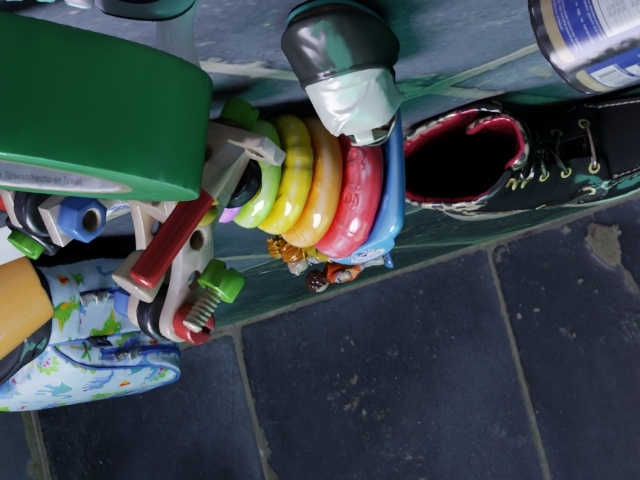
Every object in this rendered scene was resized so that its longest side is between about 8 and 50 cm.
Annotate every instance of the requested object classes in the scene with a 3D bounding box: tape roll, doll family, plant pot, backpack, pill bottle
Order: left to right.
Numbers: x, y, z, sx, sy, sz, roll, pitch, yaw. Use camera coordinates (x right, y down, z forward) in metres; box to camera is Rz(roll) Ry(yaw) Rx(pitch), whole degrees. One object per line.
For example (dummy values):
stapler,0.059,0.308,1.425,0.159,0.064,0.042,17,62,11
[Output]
tape roll,-0.228,-0.081,0.876,0.321,0.077,0.321,6,177,0
plant pot,-0.430,0.077,1.724,0.188,0.205,0.205,-29,176,-14
backpack,-0.357,0.124,2.057,0.290,0.273,0.355,-28,178,36
doll family,0.000,0.000,2.300,0.163,0.118,0.263,-20,-169,-7
pill bottle,0.287,-0.207,1.162,0.219,0.123,0.123,-20,170,41

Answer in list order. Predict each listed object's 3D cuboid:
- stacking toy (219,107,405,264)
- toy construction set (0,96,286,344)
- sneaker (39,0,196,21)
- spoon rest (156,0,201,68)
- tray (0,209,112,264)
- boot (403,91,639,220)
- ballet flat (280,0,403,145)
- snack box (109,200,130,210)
stacking toy,-0.068,-0.072,1.519,0.302,0.166,0.175,6,165,-26
toy construction set,-0.133,-0.056,1.303,0.237,0.257,0.309,-56,-156,-14
sneaker,-0.167,-0.183,0.787,0.223,0.083,0.098,-1,132,-24
spoon rest,0.007,-0.199,0.952,0.276,0.084,0.137,-29,171,10
tray,-0.300,-0.021,1.543,0.145,0.030,0.270,-36,175,35
boot,0.281,-0.112,1.839,0.377,0.138,0.284,-12,174,23
ballet flat,0.035,-0.139,1.294,0.095,0.096,0.280,-15,172,10
snack box,-0.228,-0.063,1.482,0.178,0.064,0.022,-7,168,-42
